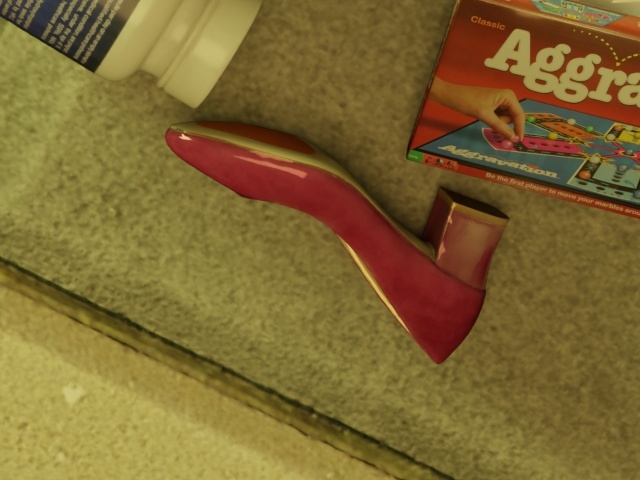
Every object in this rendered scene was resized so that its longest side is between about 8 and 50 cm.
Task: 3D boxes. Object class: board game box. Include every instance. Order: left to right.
[{"bbox_3d":[0.209,-0.076,1.153,0.281,0.027,0.145,14,133,-3],"label":"board game box"}]

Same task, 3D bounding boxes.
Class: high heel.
[{"bbox_3d":[0.000,0.000,1.195,0.244,0.082,0.117,17,104,-18],"label":"high heel"}]

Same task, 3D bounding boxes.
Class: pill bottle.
[{"bbox_3d":[-0.136,-0.165,1.113,0.187,0.112,0.112,31,111,-9],"label":"pill bottle"}]

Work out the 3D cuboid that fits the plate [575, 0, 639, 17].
[{"bbox_3d":[0.238,-0.235,1.034,0.277,0.045,0.278,-1,136,14],"label":"plate"}]
